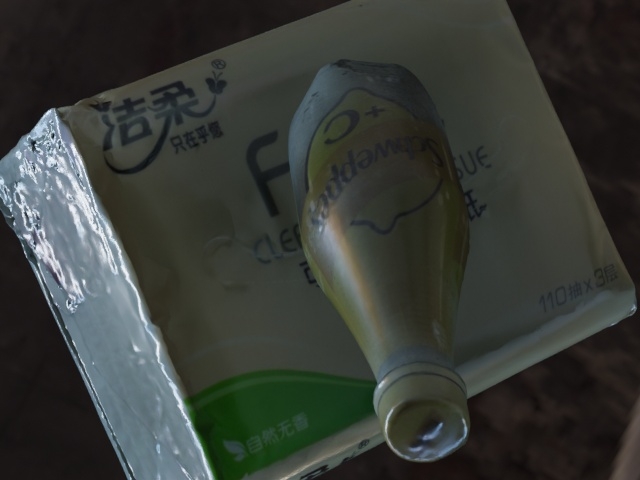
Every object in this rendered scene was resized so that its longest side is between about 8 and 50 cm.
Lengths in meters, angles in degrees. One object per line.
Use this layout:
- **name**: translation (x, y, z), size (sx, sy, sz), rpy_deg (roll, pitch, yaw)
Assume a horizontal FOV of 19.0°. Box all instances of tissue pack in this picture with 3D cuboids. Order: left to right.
- **tissue pack**: translation (0.000, 0.000, 1.497), size (0.405, 0.205, 0.332), rpy_deg (-24, -91, -28)

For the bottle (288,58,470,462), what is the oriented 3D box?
- **bottle**: translation (0.034, 0.005, 0.905), size (0.083, 0.083, 0.269), rpy_deg (21, -152, -20)
